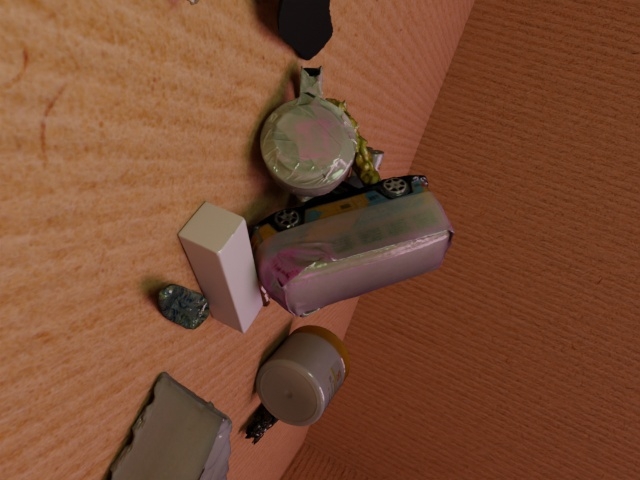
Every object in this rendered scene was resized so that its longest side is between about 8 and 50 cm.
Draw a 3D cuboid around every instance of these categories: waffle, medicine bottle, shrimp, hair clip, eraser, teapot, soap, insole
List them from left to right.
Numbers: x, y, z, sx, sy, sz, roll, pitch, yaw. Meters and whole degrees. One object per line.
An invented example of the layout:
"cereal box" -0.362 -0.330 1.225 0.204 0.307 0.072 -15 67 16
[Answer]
"hair clip" -0.227 0.104 0.759 0.066 0.036 0.229 -58 170 -15
"soap" -0.253 0.408 0.913 0.302 0.159 0.257 64 49 -73
"eraser" -0.167 0.062 0.829 0.076 0.078 0.298 -58 163 -31
"shrimp" -0.164 0.545 1.634 0.365 0.071 0.233 -29 131 -66
"teapot" -0.035 -0.181 0.861 0.163 0.221 0.178 -23 172 -6
"medicine bottle" -0.052 0.426 1.483 0.232 0.238 0.237 -39 149 -59
"insole" -0.016 -0.344 0.717 0.110 0.012 0.309 -45 180 10
"waffle" 0.073 -0.201 1.022 0.059 0.237 0.243 -32 -179 5

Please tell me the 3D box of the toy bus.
"toy bus" 0.059 0.013 0.898 0.386 0.162 0.171 -17 135 -12

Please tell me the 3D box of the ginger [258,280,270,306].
"ginger" -0.129 0.093 1.019 0.103 0.073 0.162 -53 161 -41

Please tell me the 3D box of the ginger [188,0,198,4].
"ginger" -0.069 -0.358 0.549 0.294 0.086 0.131 -46 176 -33

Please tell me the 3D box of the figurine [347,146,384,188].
"figurine" 0.113 -0.106 1.494 0.205 0.225 0.381 -20 110 -42

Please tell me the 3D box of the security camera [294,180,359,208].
"security camera" 0.000 0.000 1.118 0.197 0.191 0.277 -58 170 -68
